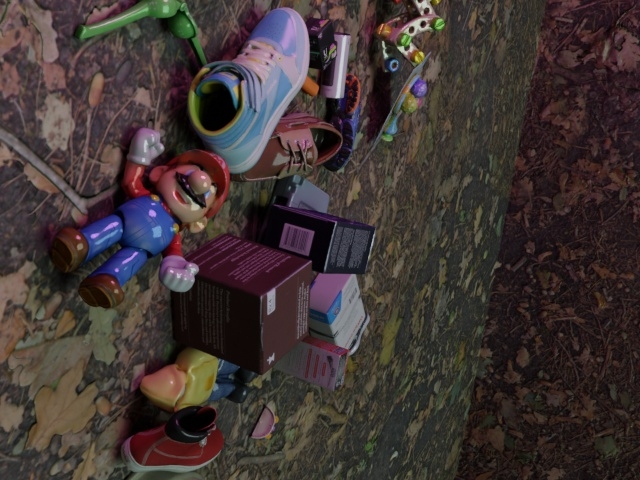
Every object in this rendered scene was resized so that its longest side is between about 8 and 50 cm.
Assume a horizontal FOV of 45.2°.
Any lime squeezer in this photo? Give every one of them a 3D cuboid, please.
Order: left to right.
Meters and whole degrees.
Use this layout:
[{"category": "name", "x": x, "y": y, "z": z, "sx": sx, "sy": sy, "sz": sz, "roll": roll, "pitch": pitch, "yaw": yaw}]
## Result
[{"category": "lime squeezer", "x": -0.231, "y": -0.317, "z": 1.168, "sx": 0.310, "sy": 0.058, "sz": 0.110, "roll": 4, "pitch": 101, "yaw": -64}]

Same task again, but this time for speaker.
[{"category": "speaker", "x": 0.031, "y": -0.375, "z": 1.651, "sx": 0.055, "sy": 0.055, "sz": 0.136, "roll": -27, "pitch": 129, "yaw": -56}]

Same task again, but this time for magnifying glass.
[{"category": "magnifying glass", "x": -0.061, "y": -0.340, "z": 1.527, "sx": 0.231, "sy": 0.026, "sz": 0.092, "roll": 25, "pitch": 82, "yaw": -65}]

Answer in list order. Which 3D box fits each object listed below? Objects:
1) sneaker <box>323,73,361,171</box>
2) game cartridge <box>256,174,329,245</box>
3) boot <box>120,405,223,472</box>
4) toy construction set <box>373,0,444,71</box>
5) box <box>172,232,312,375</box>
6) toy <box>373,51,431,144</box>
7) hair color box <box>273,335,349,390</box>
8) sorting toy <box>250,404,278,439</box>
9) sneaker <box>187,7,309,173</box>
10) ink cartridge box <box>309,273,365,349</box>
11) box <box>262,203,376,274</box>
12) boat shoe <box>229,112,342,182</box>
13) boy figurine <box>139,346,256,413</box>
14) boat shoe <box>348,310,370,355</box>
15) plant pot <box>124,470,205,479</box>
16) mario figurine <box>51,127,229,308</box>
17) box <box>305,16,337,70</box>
[{"category": "sneaker", "x": 0.056, "y": -0.263, "z": 1.744, "sx": 0.087, "sy": 0.083, "sz": 0.221, "roll": -18, "pitch": 125, "yaw": -70}, {"category": "game cartridge", "x": -0.072, "y": 0.016, "z": 1.682, "sx": 0.198, "sy": 0.062, "sz": 0.297, "roll": 32, "pitch": 76, "yaw": -67}, {"category": "boot", "x": -0.222, "y": 0.359, "z": 1.426, "sx": 0.176, "sy": 0.088, "sz": 0.244, "roll": -34, "pitch": 157, "yaw": 22}, {"category": "toy construction set", "x": 0.171, "y": -0.556, "z": 1.741, "sx": 0.215, "sy": 0.151, "sz": 0.328, "roll": -43, "pitch": 140, "yaw": -5}, {"category": "box", "x": -0.145, "y": 0.112, "z": 1.422, "sx": 0.167, "sy": 0.203, "sz": 0.169, "roll": -36, "pitch": 136, "yaw": -52}, {"category": "toy", "x": 0.219, "y": -0.344, "z": 1.927, "sx": 0.237, "sy": 0.056, "sz": 0.137, "roll": -57, "pitch": 177, "yaw": 40}, {"category": "hair color box", "x": -0.023, "y": 0.278, "z": 1.798, "sx": 0.053, "sy": 0.167, "sz": 0.093, "roll": -16, "pitch": 120, "yaw": -60}, {"category": "sorting toy", "x": -0.129, "y": 0.447, "z": 1.847, "sx": 0.075, "sy": 0.044, "sz": 0.083, "roll": 92, "pitch": 23, "yaw": -69}, {"category": "sneaker", "x": -0.116, "y": -0.283, "z": 1.296, "sx": 0.208, "sy": 0.127, "sz": 0.319, "roll": 57, "pitch": 53, "yaw": -75}, {"category": "ink cartridge box", "x": 0.035, "y": 0.177, "z": 1.946, "sx": 0.148, "sy": 0.085, "sz": 0.203, "roll": -57, "pitch": 150, "yaw": -31}, {"category": "box", "x": 0.000, "y": 0.000, "z": 1.585, "sx": 0.207, "sy": 0.153, "sz": 0.108, "roll": 4, "pitch": 101, "yaw": -65}, {"category": "boat shoe", "x": -0.063, "y": -0.183, "z": 1.508, "sx": 0.324, "sy": 0.116, "sz": 0.123, "roll": -35, "pitch": 135, "yaw": -52}, {"category": "boy figurine", "x": -0.231, "y": 0.263, "z": 1.469, "sx": 0.177, "sy": 0.092, "sz": 0.285, "roll": -66, "pitch": 157, "yaw": 4}, {"category": "boat shoe", "x": 0.092, "y": 0.256, "z": 2.159, "sx": 0.040, "sy": 0.049, "sz": 0.142, "roll": 50, "pitch": 57, "yaw": -38}, {"category": "plant pot", "x": -0.225, "y": 0.615, "z": 1.443, "sx": 0.334, "sy": 0.305, "sz": 0.334, "roll": -40, "pitch": 139, "yaw": -48}, {"category": "mario figurine", "x": -0.246, "y": -0.047, "z": 1.174, "sx": 0.320, "sy": 0.170, "sz": 0.198, "roll": -48, "pitch": 142, "yaw": -39}, {"category": "box", "x": -0.006, "y": -0.400, "z": 1.566, "sx": 0.062, "sy": 0.052, "sz": 0.083, "roll": -54, "pitch": 147, "yaw": -35}]
